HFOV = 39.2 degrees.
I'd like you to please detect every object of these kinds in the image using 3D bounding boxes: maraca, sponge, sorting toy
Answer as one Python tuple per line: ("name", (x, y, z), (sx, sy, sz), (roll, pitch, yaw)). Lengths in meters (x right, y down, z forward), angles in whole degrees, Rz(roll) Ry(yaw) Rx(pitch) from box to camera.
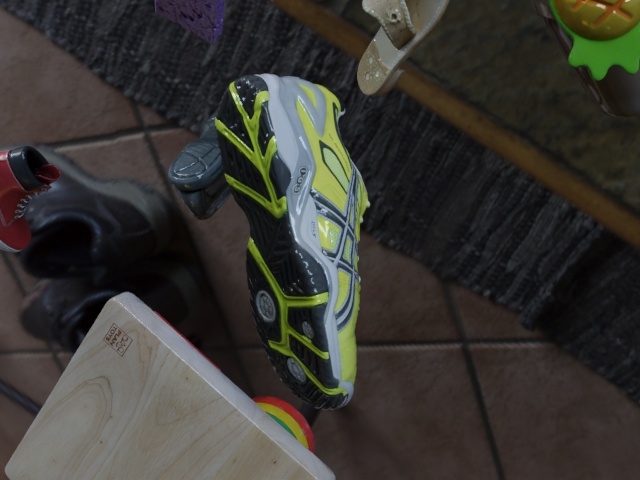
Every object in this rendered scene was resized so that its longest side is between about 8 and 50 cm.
("maraca", (0.342, -0.288, 1.090), (0.127, 0.099, 0.185), (-10, 91, 7))
("sponge", (-0.207, -0.394, 1.418), (0.117, 0.031, 0.210), (31, 164, 0))
("sorting toy", (-0.138, 0.211, 0.865), (0.255, 0.089, 0.257), (40, 116, 8))

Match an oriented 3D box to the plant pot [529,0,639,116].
("plant pot", (0.553, -0.384, 1.588), (0.323, 0.323, 0.280), (-8, 119, 30))

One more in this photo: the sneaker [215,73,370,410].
("sneaker", (0.000, 0.000, 1.011), (0.145, 0.147, 0.384), (-1, 100, 53))

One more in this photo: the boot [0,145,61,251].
("boot", (-0.529, -0.069, 1.606), (0.176, 0.088, 0.244), (-3, 140, 9))

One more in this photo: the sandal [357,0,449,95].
("sandal", (0.084, -0.275, 1.120), (0.088, 0.079, 0.240), (62, 143, 30))

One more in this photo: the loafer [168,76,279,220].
("loafer", (-0.119, -0.135, 1.286), (0.096, 0.267, 0.084), (13, 136, 31))
